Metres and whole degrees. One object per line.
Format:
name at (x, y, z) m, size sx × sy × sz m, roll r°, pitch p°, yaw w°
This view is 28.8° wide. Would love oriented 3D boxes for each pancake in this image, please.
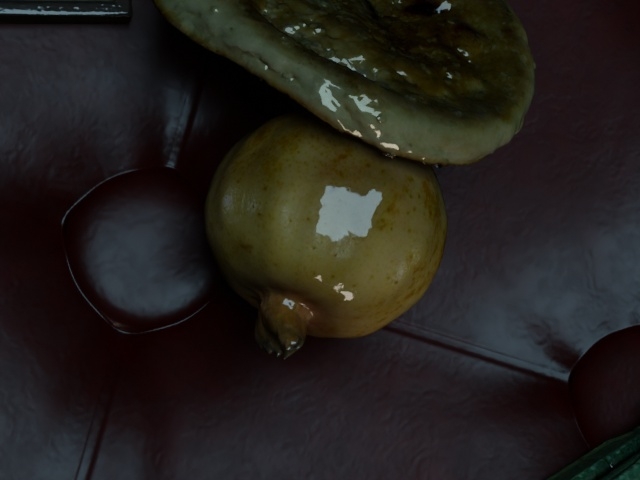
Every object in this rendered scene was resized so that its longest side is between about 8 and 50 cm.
pancake at (0.026, -0.196, 1.079) m, size 0.356 × 0.065 × 0.356 m, roll 15°, pitch 35°, yaw -11°

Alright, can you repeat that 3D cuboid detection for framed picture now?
framed picture at (-0.256, -0.256, 1.104) m, size 0.168 × 0.023 × 0.128 m, roll -3°, pitch 80°, yaw -19°

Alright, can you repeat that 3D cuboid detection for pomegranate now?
pomegranate at (0.005, -0.014, 1.056) m, size 0.207 × 0.207 × 0.207 m, roll 4°, pitch 77°, yaw -18°

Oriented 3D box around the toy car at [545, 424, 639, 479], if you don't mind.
toy car at (0.271, 0.255, 1.130) m, size 0.320 × 0.097 × 0.141 m, roll -26°, pitch 87°, yaw -22°
